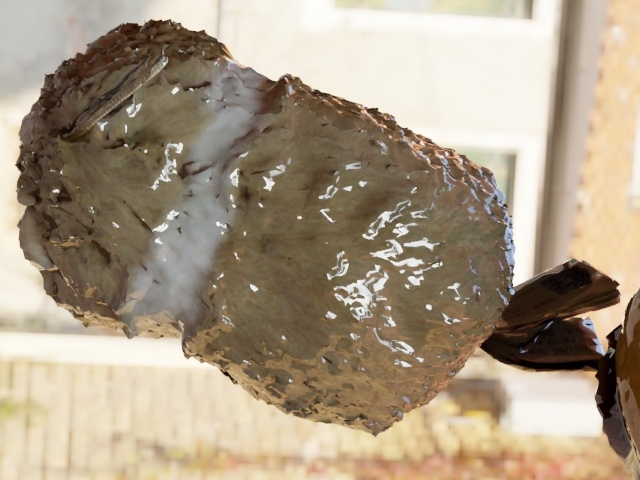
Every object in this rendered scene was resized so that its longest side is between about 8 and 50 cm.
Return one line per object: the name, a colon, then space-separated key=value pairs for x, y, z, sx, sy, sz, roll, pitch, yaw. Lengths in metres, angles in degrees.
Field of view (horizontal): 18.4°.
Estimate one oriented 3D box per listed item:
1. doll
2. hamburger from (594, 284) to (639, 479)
doll: x=0.001 y=0.007 z=0.660 sx=0.105 sy=0.221 sz=0.115 roll=-67 pitch=-162 yaw=-14
hamburger: x=0.199 y=0.045 z=0.641 sx=0.118 sy=0.191 sz=0.182 roll=-53 pitch=-167 yaw=46
